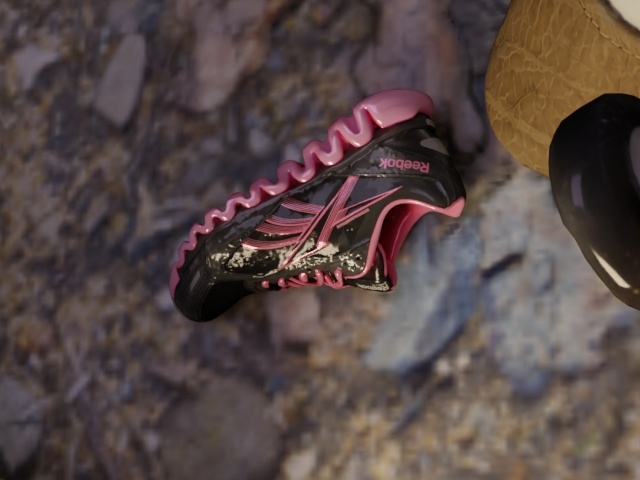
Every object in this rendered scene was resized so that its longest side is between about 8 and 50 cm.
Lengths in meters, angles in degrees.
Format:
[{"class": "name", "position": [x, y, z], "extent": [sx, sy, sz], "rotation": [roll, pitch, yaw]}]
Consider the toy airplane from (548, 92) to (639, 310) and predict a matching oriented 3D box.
[{"class": "toy airplane", "position": [0.170, 0.137, 0.389], "extent": [0.384, 0.272, 0.386], "rotation": [-51, 27, -6]}]

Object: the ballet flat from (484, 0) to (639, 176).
[{"class": "ballet flat", "position": [0.183, -0.113, 0.528], "extent": [0.342, 0.124, 0.116], "rotation": [-17, 70, 24]}]

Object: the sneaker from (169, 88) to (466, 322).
[{"class": "sneaker", "position": [0.000, 0.000, 0.650], "extent": [0.119, 0.047, 0.057], "rotation": [-37, 75, 18]}]

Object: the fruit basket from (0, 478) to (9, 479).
[{"class": "fruit basket", "position": [-0.245, 0.135, 0.667], "extent": [0.392, 0.283, 0.392], "rotation": [2, 81, -15]}]
